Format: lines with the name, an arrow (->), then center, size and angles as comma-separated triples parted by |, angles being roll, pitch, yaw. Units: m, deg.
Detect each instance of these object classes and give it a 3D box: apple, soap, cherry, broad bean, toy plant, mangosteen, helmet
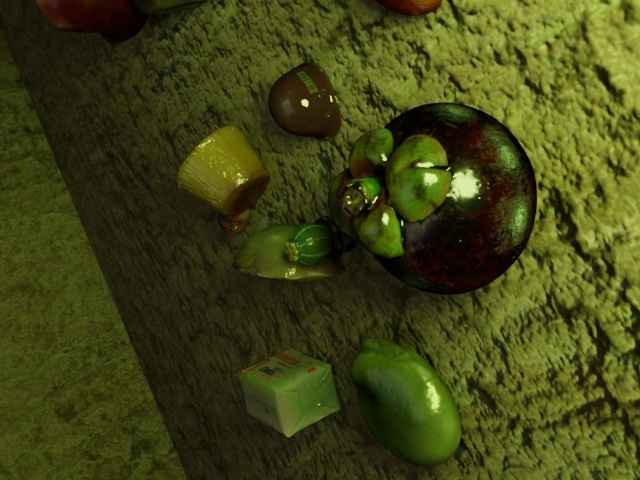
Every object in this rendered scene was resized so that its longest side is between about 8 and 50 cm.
apple -> -0.100, 0.028, 1.582 | 0.265, 0.193, 0.120 | 14, 109, 55
soap -> -0.083, 0.387, 1.755 | 0.199, 0.182, 0.139 | 11, 116, 53
cherry -> -0.230, -0.078, 1.799 | 0.106, 0.086, 0.127 | -24, 69, 59
broad bean -> 0.171, 0.334, 1.411 | 0.291, 0.119, 0.238 | 50, 134, 23
apple -> -0.590, -0.702, 1.765 | 0.329, 0.294, 0.365 | 151, 114, -76
toy plant -> 0.000, 0.000, 1.428 | 0.092, 0.162, 0.093 | 31, 130, 45
mangosteen -> 0.173, -0.056, 1.026 | 0.300, 0.300, 0.301 | 33, 133, 43
helmet -> -0.045, -0.272, 1.398 | 0.175, 0.106, 0.155 | 57, 146, 11

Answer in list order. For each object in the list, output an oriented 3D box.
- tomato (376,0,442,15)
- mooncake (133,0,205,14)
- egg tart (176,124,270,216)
tomato -> 0.107, -0.458, 1.030 | 0.200, 0.139, 0.233 | 49, 144, 39
mooncake -> -0.359, -0.681, 1.576 | 0.290, 0.161, 0.291 | 35, 134, 45
egg tart -> -0.234, -0.163, 1.661 | 0.171, 0.215, 0.215 | 46, 143, 14
